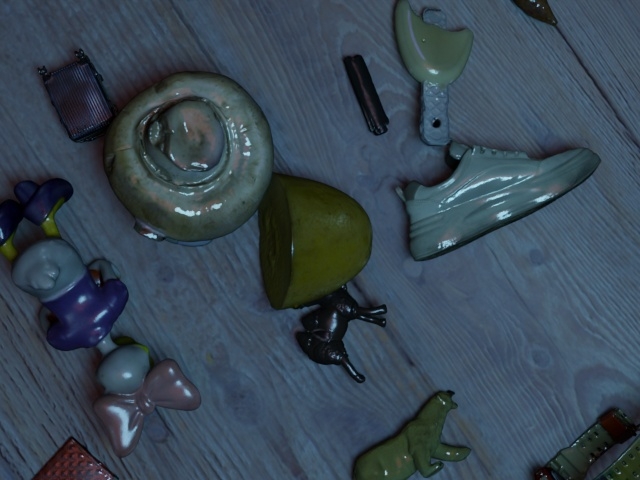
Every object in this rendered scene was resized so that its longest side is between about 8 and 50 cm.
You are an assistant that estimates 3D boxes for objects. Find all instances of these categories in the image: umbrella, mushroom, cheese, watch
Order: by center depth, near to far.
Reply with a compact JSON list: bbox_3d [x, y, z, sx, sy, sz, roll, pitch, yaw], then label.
[{"bbox_3d":[-0.184,-0.114,1.245,0.254,0.184,0.255,2,83,-16],"label":"mushroom"},{"bbox_3d":[0.436,0.306,1.299,0.268,0.165,0.102,-45,91,0],"label":"watch"},{"bbox_3d":[0.172,-0.255,1.349,0.127,0.050,0.235,7,72,-10],"label":"cheese"},{"bbox_3d":[0.073,-0.228,1.374,0.036,0.031,0.133,-20,90,-1],"label":"umbrella"}]

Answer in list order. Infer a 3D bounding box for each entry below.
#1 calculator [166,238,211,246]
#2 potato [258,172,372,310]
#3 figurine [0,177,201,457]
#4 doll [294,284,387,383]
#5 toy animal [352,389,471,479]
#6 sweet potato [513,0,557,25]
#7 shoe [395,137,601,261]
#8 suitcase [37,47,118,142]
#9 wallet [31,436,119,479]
[{"bbox_3d":[-0.179,-0.109,1.355,0.141,0.045,0.246,33,87,-1],"label":"calculator"},{"bbox_3d":[0.000,0.000,1.306,0.158,0.178,0.203,2,48,-16],"label":"potato"},{"bbox_3d":[-0.341,0.094,1.271,0.154,0.193,0.421,-35,94,-6],"label":"figurine"},{"bbox_3d":[0.016,0.127,1.350,0.165,0.057,0.139,23,89,8],"label":"doll"},{"bbox_3d":[0.136,0.323,1.337,0.218,0.103,0.101,-37,66,2],"label":"toy animal"},{"bbox_3d":[0.295,-0.418,1.377,0.065,0.051,0.218,-34,89,-5],"label":"sweet potato"},{"bbox_3d":[0.253,-0.095,1.336,0.316,0.124,0.159,-28,81,-3],"label":"shoe"},{"bbox_3d":[-0.366,-0.216,1.345,0.086,0.059,0.126,-26,89,-1],"label":"suitcase"},{"bbox_3d":[-0.408,0.406,1.342,0.103,0.020,0.196,41,88,-1],"label":"wallet"}]
